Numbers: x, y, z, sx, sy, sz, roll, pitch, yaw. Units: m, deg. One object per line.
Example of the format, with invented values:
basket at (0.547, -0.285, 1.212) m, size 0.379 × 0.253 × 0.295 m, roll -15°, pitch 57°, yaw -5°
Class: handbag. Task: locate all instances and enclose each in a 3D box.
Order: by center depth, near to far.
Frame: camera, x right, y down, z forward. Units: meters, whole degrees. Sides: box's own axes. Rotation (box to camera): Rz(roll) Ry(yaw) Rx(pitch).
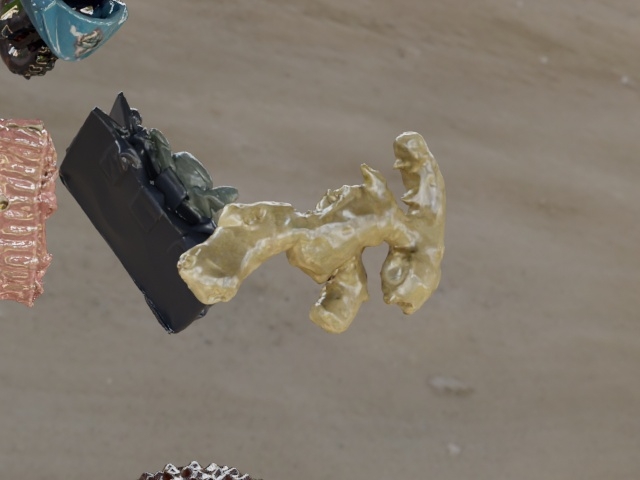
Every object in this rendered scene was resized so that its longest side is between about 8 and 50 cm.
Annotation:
handbag at (-0.238, -0.047, 2.184) m, size 0.118 × 0.269 × 0.326 m, roll -35°, pitch 85°, yaw -30°

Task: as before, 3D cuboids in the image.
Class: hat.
hat at (-0.439, -0.031, 1.647) m, size 0.286 × 0.237 × 0.107 m, roll 3°, pitch 23°, yaw -13°

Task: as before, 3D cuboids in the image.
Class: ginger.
ginger at (0.008, 0.014, 1.258) m, size 0.258 × 0.149 × 0.065 m, roll -23°, pitch 3°, yaw -24°

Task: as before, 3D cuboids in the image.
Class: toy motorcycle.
toy motorcycle at (-0.314, -0.394, 1.819) m, size 0.172 × 0.416 × 0.232 m, roll -1°, pitch 16°, yaw -41°

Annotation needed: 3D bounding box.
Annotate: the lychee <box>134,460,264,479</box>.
lychee at (-0.122, 0.378, 1.524) m, size 0.306 × 0.306 × 0.330 m, roll 24°, pitch -3°, yaw 6°
